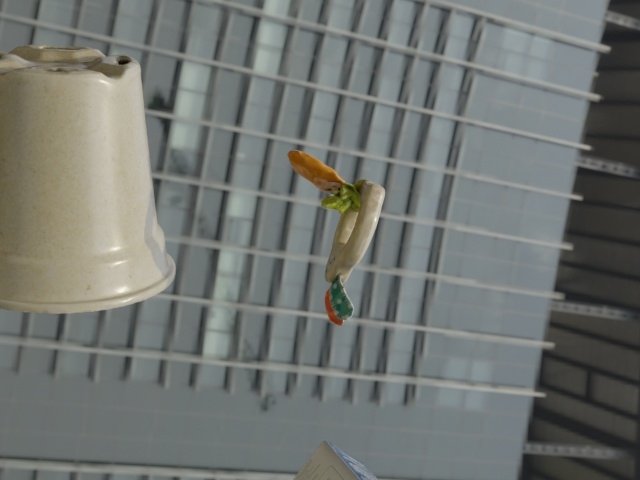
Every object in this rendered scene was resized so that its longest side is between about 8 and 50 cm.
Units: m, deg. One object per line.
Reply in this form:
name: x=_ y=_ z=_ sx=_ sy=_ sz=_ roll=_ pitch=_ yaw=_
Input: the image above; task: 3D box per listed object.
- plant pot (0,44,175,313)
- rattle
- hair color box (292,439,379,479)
plant pot: x=-0.362 y=-0.100 z=1.700 sx=0.334 sy=0.334 sz=0.305 roll=-144 pitch=-126 yaw=-58
rattle: x=0.000 y=0.000 z=1.664 sx=0.130 sy=0.143 sz=0.199 roll=34 pitch=-78 yaw=61
hair color box: x=0.061 y=0.472 z=1.890 sx=0.174 sy=0.105 sz=0.347 roll=-52 pitch=-146 yaw=2
